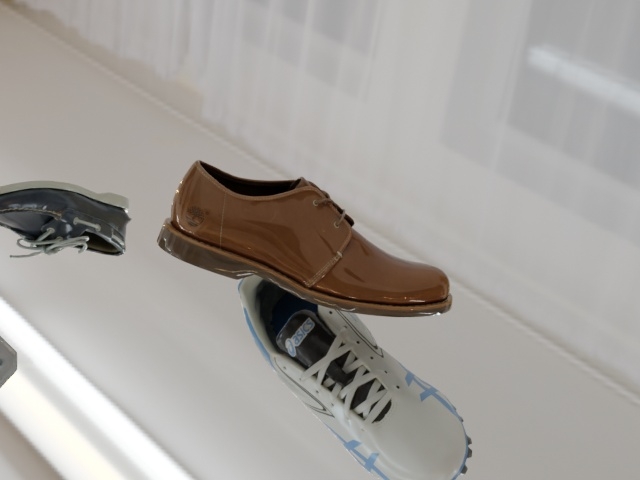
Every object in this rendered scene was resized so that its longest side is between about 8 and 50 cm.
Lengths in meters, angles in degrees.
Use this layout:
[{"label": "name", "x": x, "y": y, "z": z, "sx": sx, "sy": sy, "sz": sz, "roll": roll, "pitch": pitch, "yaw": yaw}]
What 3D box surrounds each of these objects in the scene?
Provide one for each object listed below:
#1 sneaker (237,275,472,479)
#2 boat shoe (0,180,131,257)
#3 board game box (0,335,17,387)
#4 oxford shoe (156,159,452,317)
[{"label": "sneaker", "x": 0.016, "y": 0.101, "z": 0.846, "sx": 0.237, "sy": 0.085, "sz": 0.086, "roll": 42, "pitch": -173, "yaw": 37}, {"label": "boat shoe", "x": -0.312, "y": -0.020, "z": 1.338, "sx": 0.095, "sy": 0.079, "sz": 0.254, "roll": -8, "pitch": 173, "yaw": 20}, {"label": "board game box", "x": -0.555, "y": 0.123, "z": 1.064, "sx": 0.390, "sy": 0.390, "sz": 0.050, "roll": -50, "pitch": -159, "yaw": -25}, {"label": "oxford shoe", "x": 0.000, "y": 0.000, "z": 0.781, "sx": 0.212, "sy": 0.076, "sz": 0.076, "roll": 17, "pitch": -167, "yaw": -12}]
